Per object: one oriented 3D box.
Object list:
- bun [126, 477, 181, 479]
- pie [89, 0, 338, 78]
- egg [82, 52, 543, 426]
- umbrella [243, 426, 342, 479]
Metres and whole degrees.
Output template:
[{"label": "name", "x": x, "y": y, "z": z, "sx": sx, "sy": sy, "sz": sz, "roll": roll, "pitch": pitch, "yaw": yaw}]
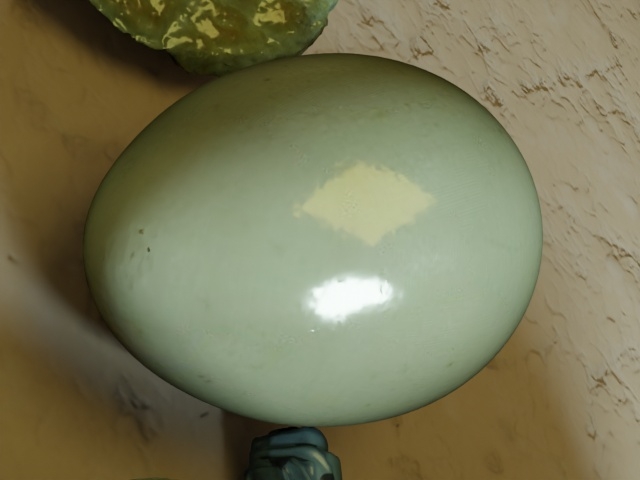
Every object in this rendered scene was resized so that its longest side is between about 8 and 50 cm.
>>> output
[{"label": "bun", "x": -0.050, "y": 0.236, "z": 0.417, "sx": 0.287, "sy": 0.146, "sz": 0.287, "roll": 26, "pitch": 51, "yaw": -37}, {"label": "pie", "x": -0.090, "y": -0.225, "z": 0.714, "sx": 0.274, "sy": 0.105, "sz": 0.257, "roll": 27, "pitch": 57, "yaw": -34}, {"label": "egg", "x": 0.000, "y": 0.000, "z": 0.591, "sx": 0.253, "sy": 0.188, "sz": 0.189, "roll": -4, "pitch": 69, "yaw": -44}, {"label": "umbrella", "x": 0.004, "y": 0.211, "z": 0.565, "sx": 0.052, "sy": 0.053, "sz": 0.250, "roll": 15, "pitch": 55, "yaw": -43}]
